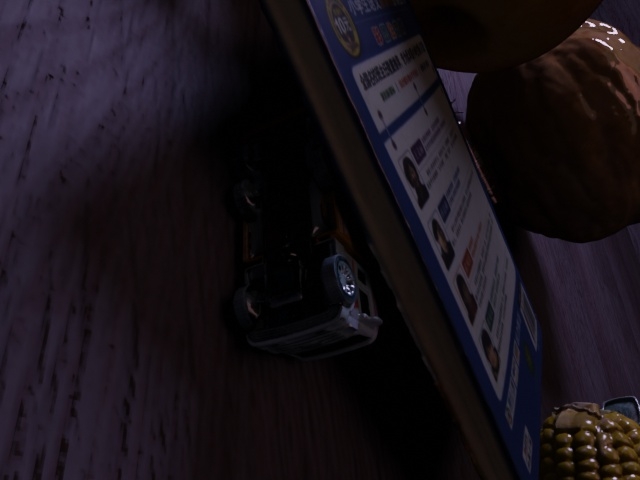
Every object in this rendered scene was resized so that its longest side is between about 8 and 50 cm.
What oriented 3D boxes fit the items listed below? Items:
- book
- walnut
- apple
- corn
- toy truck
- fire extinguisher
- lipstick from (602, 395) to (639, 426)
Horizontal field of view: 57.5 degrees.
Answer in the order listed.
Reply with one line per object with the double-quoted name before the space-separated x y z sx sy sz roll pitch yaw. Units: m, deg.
"book" 0.106 -0.028 0.509 0.428 0.039 0.300 64 28 -12
"walnut" 0.376 -0.173 0.900 0.344 0.306 0.306 53 34 -23
"apple" 0.185 -0.372 0.682 0.364 0.364 0.364 35 43 -41
"corn" 0.316 0.358 0.596 0.144 0.144 0.387 34 43 -41
"toy truck" -0.001 0.001 0.420 0.115 0.080 0.177 42 36 -49
"fire extinguisher" 0.206 -0.119 0.841 0.064 0.043 0.158 -31 97 -16
"lipstick" 0.586 0.375 1.045 0.253 0.079 0.077 50 35 -26
